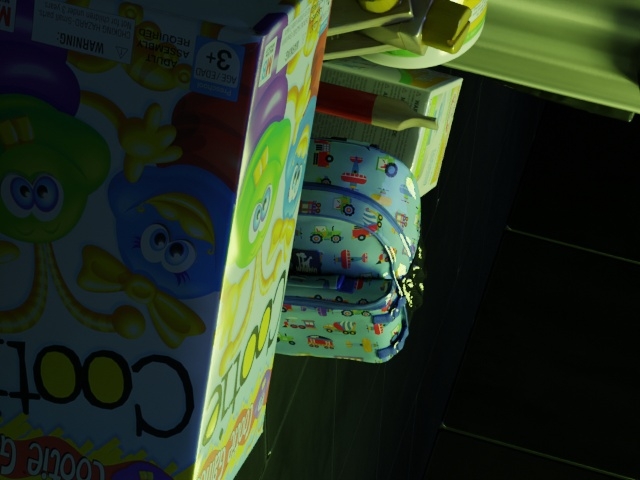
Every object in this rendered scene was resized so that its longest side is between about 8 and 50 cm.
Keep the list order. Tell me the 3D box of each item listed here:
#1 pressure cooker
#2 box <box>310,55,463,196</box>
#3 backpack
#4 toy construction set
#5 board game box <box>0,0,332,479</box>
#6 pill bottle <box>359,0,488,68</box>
[{"bbox_3d":[0.327,-0.317,2.058,0.375,0.420,0.370,-8,111,-80],"label":"pressure cooker"},{"bbox_3d":[0.055,-0.103,1.777,0.203,0.103,0.114,-32,137,-76],"label":"box"},{"bbox_3d":[0.000,0.000,1.467,0.173,0.158,0.117,84,16,-57],"label":"backpack"},{"bbox_3d":[0.076,-0.190,1.370,0.309,0.237,0.257,93,16,-53],"label":"toy construction set"},{"bbox_3d":[-0.093,-0.008,0.969,0.144,0.142,0.275,-55,158,-63],"label":"board game box"},{"bbox_3d":[0.076,-0.270,1.546,0.245,0.136,0.136,95,14,-46],"label":"pill bottle"}]
